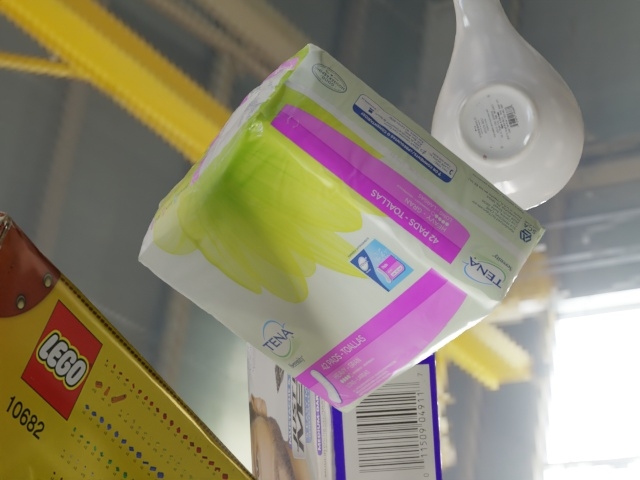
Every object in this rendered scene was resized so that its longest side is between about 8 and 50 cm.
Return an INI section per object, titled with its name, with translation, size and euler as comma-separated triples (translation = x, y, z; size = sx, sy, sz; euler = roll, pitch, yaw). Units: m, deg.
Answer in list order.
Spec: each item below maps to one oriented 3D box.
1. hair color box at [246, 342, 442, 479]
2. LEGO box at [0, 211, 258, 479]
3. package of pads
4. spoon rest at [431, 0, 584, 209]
[hair color box]
translation = 0.014, 0.172, 1.674
size = 0.110, 0.339, 0.185
euler = -2, -95, -12
[LEGO box]
translation = -0.259, 0.178, 1.222
size = 0.500, 0.372, 0.193
euler = 54, -129, -48
[package of pads]
translation = 0.000, 0.000, 1.361
size = 0.229, 0.296, 0.101
euler = 37, -121, -5
[spoon rest]
translation = 0.151, -0.159, 1.598
size = 0.084, 0.137, 0.276
euler = 21, -124, -74
